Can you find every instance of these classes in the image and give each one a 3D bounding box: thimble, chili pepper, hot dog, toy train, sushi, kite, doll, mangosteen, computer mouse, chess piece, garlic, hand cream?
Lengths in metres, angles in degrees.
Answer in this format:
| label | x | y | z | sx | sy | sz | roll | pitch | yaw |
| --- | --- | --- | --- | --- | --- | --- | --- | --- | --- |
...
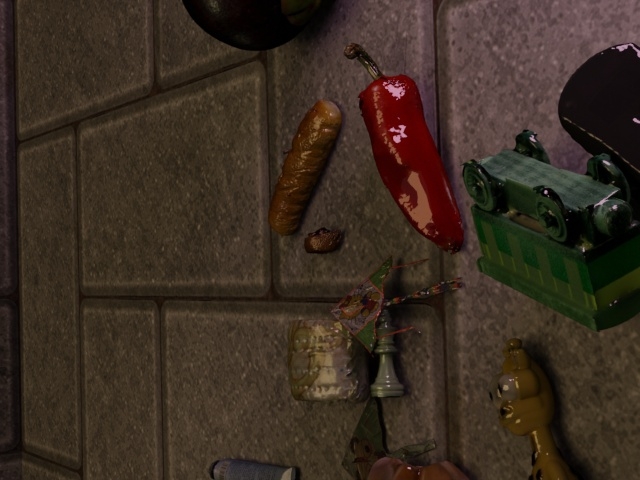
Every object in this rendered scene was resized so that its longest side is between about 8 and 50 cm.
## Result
| label | x | y | z | sx | sy | sz | roll | pitch | yaw |
| --- | --- | --- | --- | --- | --- | --- | --- | --- | --- |
| thimble | 0.018 | 0.208 | 1.700 | 0.190 | 0.137 | 0.144 | 170 | 100 | -66 |
| chili pepper | 0.138 | -0.151 | 1.578 | 0.110 | 0.110 | 0.388 | -36 | 67 | 48 |
| hot dog | -0.034 | -0.132 | 1.846 | 0.088 | 0.061 | 0.286 | 38 | 122 | 34 |
| toy train | 0.299 | -0.019 | 1.256 | 0.301 | 0.120 | 0.202 | 32 | 145 | 62 |
| sushi | 0.000 | 0.000 | 1.809 | 0.099 | 0.050 | 0.047 | -7 | 78 | 43 |
| kite | 0.117 | 0.099 | 1.589 | 0.244 | 0.006 | 0.198 | -13 | 48 | 30 |
| doll | 0.303 | 0.278 | 1.365 | 0.117 | 0.086 | 0.291 | 99 | 158 | -67 |
| mangosteen | -0.111 | -0.492 | 1.755 | 0.300 | 0.300 | 0.300 | 0 | 91 | 54 |
| computer mouse | 0.415 | -0.127 | 1.187 | 0.137 | 0.086 | 0.270 | -46 | 57 | 4 |
| chess piece | 0.110 | 0.191 | 1.655 | 0.059 | 0.059 | 0.149 | -15 | 75 | 53 |
| garlic | 0.159 | 0.458 | 1.531 | 0.217 | 0.110 | 0.228 | -10 | 82 | 39 |
| hand cream | -0.136 | 0.491 | 1.995 | 0.271 | 0.058 | 0.091 | -3 | 76 | 50 |
| kite | 0.115 | 0.376 | 1.683 | 0.250 | 0.012 | 0.229 | -28 | 72 | 50 |

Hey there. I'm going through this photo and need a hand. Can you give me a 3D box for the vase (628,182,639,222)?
| label | x | y | z | sx | sy | sz | roll | pitch | yaw |
| --- | --- | --- | --- | --- | --- | --- | --- | --- | --- |
| vase | 0.394 | -0.092 | 1.259 | 0.060 | 0.060 | 0.211 | -26 | 70 | 51 |
